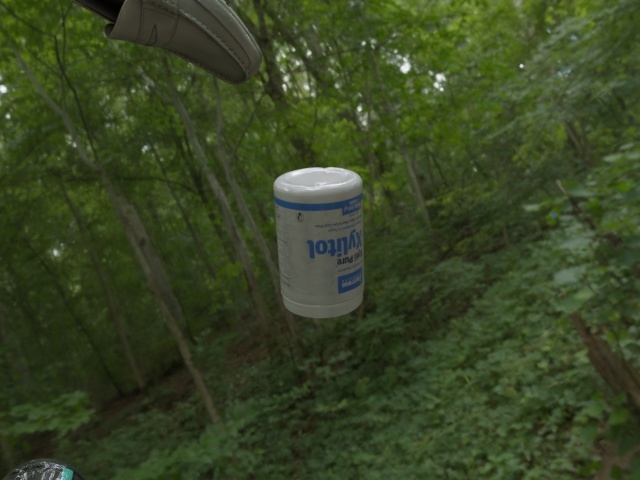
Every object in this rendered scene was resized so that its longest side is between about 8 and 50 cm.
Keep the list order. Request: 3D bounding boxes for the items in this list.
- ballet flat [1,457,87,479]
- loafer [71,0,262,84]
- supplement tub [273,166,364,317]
[{"bbox_3d":[-0.253,0.295,0.403,0.095,0.280,0.096,26,-9,-24],"label":"ballet flat"},{"bbox_3d":[-0.216,-0.275,0.680,0.319,0.111,0.112,29,-24,-25],"label":"loafer"},{"bbox_3d":[0.000,0.000,0.463,0.071,0.071,0.107,-14,-67,-25],"label":"supplement tub"}]
